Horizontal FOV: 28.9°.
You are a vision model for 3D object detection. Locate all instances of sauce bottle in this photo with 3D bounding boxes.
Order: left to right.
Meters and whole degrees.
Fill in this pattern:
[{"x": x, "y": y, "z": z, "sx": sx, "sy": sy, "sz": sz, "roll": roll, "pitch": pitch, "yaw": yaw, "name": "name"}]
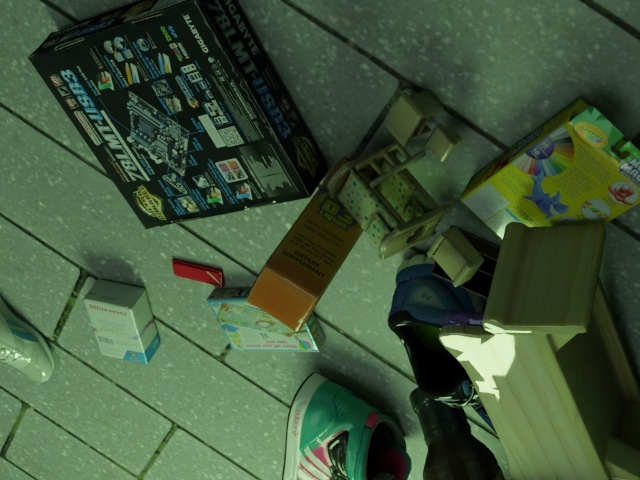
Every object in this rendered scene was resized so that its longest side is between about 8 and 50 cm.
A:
[{"x": 0.203, "y": 0.353, "z": 1.661, "sx": 0.111, "sy": 0.344, "sz": 0.111, "roll": -13, "pitch": 155, "yaw": -6, "name": "sauce bottle"}]

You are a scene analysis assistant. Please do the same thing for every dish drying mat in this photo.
[{"x": -0.180, "y": 0.048, "z": 1.817, "sx": 0.083, "sy": 0.008, "sz": 0.032, "roll": 12, "pitch": 134, "yaw": 21, "name": "dish drying mat"}]

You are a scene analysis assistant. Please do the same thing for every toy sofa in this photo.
[{"x": 0.286, "y": 0.148, "z": 1.491, "sx": 0.177, "sy": 0.150, "sz": 0.363, "roll": -2, "pitch": 138, "yaw": 29, "name": "toy sofa"}]

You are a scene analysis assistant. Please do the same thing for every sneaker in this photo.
[{"x": -0.541, "y": 0.163, "z": 2.070, "sx": 0.087, "sy": 0.092, "sz": 0.229, "roll": -25, "pitch": 114, "yaw": 41, "name": "sneaker"}, {"x": 0.046, "y": 0.344, "z": 1.878, "sx": 0.178, "sy": 0.124, "sz": 0.296, "roll": 24, "pitch": 136, "yaw": 23, "name": "sneaker"}, {"x": 0.190, "y": 0.180, "z": 1.620, "sx": 0.129, "sy": 0.147, "sz": 0.330, "roll": -26, "pitch": 113, "yaw": 43, "name": "sneaker"}]

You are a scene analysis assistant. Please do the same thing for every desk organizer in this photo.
[{"x": 0.208, "y": 0.038, "z": 1.551, "sx": 0.130, "sy": 0.050, "sz": 0.047, "roll": 25, "pitch": 137, "yaw": 8, "name": "desk organizer"}]

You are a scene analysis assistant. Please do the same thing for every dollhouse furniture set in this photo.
[{"x": 0.116, "y": -0.051, "z": 1.435, "sx": 0.182, "sy": 0.101, "sz": 0.161, "roll": 51, "pitch": 141, "yaw": 20, "name": "dollhouse furniture set"}]

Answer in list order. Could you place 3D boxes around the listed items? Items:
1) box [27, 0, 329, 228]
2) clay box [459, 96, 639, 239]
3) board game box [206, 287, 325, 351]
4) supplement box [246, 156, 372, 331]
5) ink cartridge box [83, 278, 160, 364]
[{"x": -0.180, "y": -0.163, "z": 1.580, "sx": 0.293, "sy": 0.073, "sz": 0.296, "roll": -10, "pitch": 123, "yaw": 37, "name": "box"}, {"x": 0.278, "y": -0.069, "z": 1.411, "sx": 0.127, "sy": 0.053, "sz": 0.222, "roll": 42, "pitch": 136, "yaw": -10, "name": "clay box"}, {"x": -0.080, "y": 0.116, "z": 1.806, "sx": 0.154, "sy": 0.026, "sz": 0.103, "roll": -2, "pitch": 127, "yaw": 31, "name": "board game box"}, {"x": 0.000, "y": 0.000, "z": 1.504, "sx": 0.078, "sy": 0.233, "sz": 0.080, "roll": 31, "pitch": 134, "yaw": 2, "name": "supplement box"}, {"x": -0.308, "y": 0.126, "z": 1.929, "sx": 0.088, "sy": 0.052, "sz": 0.122, "roll": 10, "pitch": 134, "yaw": 22, "name": "ink cartridge box"}]
